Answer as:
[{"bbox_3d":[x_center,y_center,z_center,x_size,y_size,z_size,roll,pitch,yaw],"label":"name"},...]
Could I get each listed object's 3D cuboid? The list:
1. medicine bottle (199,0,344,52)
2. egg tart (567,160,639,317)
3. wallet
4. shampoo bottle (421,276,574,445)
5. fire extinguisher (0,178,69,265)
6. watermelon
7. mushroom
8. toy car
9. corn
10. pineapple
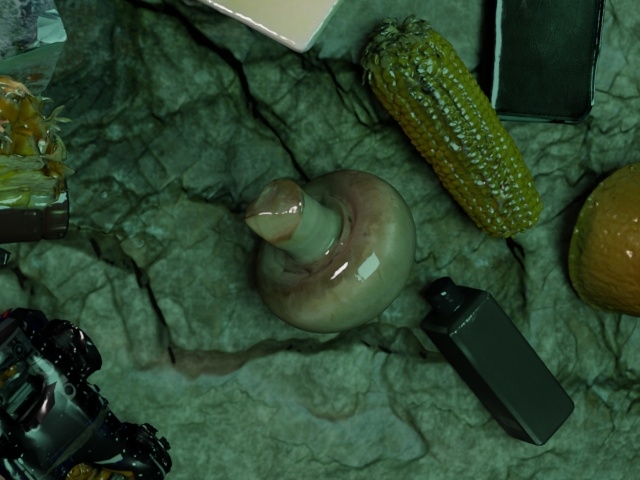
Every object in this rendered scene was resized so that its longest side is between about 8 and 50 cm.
[{"bbox_3d":[0.003,-0.412,1.838,0.236,0.236,0.406,38,79,-24],"label":"medicine bottle"},{"bbox_3d":[0.433,0.016,2.127,0.215,0.171,0.215,-11,116,-25],"label":"egg tart"},{"bbox_3d":[0.281,-0.306,2.089,0.172,0.045,0.318,1,95,-23],"label":"wallet"},{"bbox_3d":[0.215,0.145,2.083,0.079,0.080,0.246,-46,112,-17],"label":"shampoo bottle"},{"bbox_3d":[-0.440,-0.023,1.741,0.341,0.105,0.141,-6,119,-18],"label":"fire extinguisher"},{"bbox_3d":[-0.346,-0.224,1.716,0.214,0.289,0.320,42,62,-51],"label":"watermelon"},{"bbox_3d":[0.000,0.000,1.893,0.204,0.204,0.204,-3,96,-26],"label":"mushroom"},{"bbox_3d":[-0.296,0.213,1.824,0.193,0.118,0.301,-42,110,-26],"label":"toy car"},{"bbox_3d":[0.164,-0.137,2.016,0.115,0.115,0.318,-44,112,-15],"label":"corn"},{"bbox_3d":[-0.353,-0.095,1.651,0.236,0.186,0.114,19,50,-59],"label":"pineapple"}]
